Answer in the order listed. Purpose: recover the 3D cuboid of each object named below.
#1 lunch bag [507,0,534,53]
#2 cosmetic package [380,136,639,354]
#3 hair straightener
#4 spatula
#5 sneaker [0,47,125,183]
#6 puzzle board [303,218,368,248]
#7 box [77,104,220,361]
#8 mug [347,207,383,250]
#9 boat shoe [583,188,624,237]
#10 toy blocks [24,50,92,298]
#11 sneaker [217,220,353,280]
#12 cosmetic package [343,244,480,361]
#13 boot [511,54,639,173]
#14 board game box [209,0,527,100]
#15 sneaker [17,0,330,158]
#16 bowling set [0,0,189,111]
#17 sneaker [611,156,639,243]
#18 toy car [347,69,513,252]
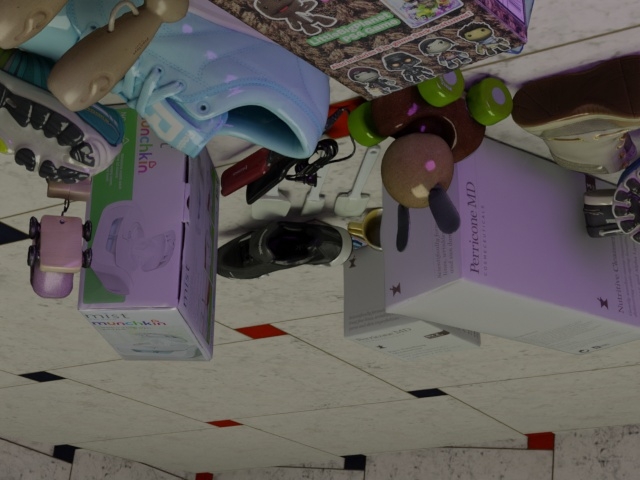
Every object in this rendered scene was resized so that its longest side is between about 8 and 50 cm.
[{"bbox_3d":[0.121,-0.239,0.970,0.151,0.096,0.129,13,163,7],"label":"lunch bag"},{"bbox_3d":[0.270,0.013,1.443,0.385,0.217,0.156,14,154,-36],"label":"cosmetic package"},{"bbox_3d":[-0.029,-0.104,1.366,0.089,0.047,0.230,20,143,-35],"label":"hair straightener"},{"bbox_3d":[-0.007,-0.075,1.483,0.168,0.019,0.242,4,159,-6],"label":"spatula"},{"bbox_3d":[-0.323,-0.157,1.082,0.275,0.110,0.107,35,123,-3],"label":"sneaker"},{"bbox_3d":[0.000,0.000,1.688,0.096,0.011,0.128,-18,151,39],"label":"puzzle board"},{"bbox_3d":[-0.203,-0.003,1.339,0.126,0.262,0.231,-1,160,5],"label":"box"},{"bbox_3d":[0.087,-0.016,1.600,0.078,0.062,0.064,41,172,11],"label":"mug"},{"bbox_3d":[0.445,-0.031,1.387,0.206,0.065,0.075,2,-167,14],"label":"boat shoe"},{"bbox_3d":[-0.423,-0.052,1.189,0.309,0.289,0.260,5,154,-18],"label":"toy blocks"},{"bbox_3d":[-0.076,0.010,1.601,0.234,0.078,0.106,-8,166,27],"label":"sneaker"},{"bbox_3d":[0.148,0.095,1.736,0.151,0.151,0.183,-17,153,35],"label":"cosmetic package"},{"bbox_3d":[0.347,-0.138,1.238,0.213,0.077,0.165,-6,158,30],"label":"boot"},{"bbox_3d":[-0.001,-0.264,0.702,0.141,0.232,0.291,-16,153,36],"label":"board game box"},{"bbox_3d":[-0.151,-0.166,1.068,0.366,0.150,0.135,9,156,-21],"label":"sneaker"},{"bbox_3d":[-0.255,-0.260,0.897,0.154,0.200,0.287,-44,158,-3],"label":"bowling set"},{"bbox_3d":[0.497,-0.112,1.268,0.330,0.130,0.147,-21,-163,14],"label":"sneaker"},{"bbox_3d":[0.125,-0.084,1.223,0.149,0.188,0.155,15,155,-33],"label":"toy car"}]
